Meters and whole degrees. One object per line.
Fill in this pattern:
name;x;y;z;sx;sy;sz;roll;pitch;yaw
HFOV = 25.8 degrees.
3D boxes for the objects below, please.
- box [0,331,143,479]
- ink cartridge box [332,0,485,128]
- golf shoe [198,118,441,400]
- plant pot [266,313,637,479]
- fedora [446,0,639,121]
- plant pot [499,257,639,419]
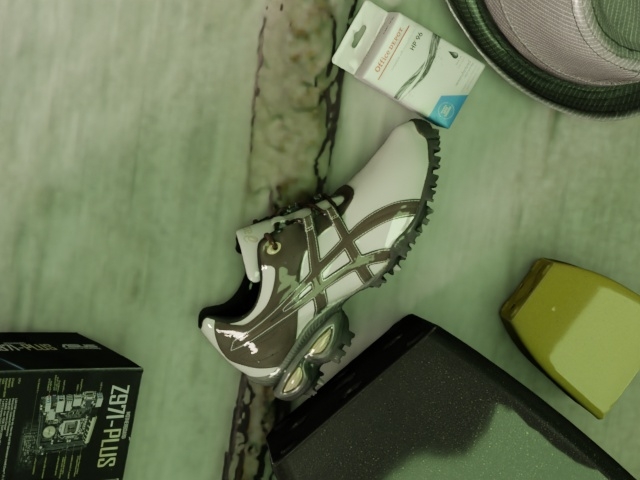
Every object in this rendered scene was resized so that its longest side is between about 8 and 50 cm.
box;-0.198;0.149;0.818;0.147;0.077;0.180;3;102;-44
ink cartridge box;0.055;-0.112;0.882;0.083;0.028;0.048;29;93;-15
golf shoe;0.000;0.000;0.867;0.094;0.077;0.198;31;91;-15
plant pot;0.068;0.149;0.864;0.187;0.188;0.167;-40;92;-2
fedora;0.196;-0.207;0.846;0.243;0.124;0.275;10;98;-14
plant pot;0.166;0.055;0.913;0.083;0.081;0.081;36;91;-5
